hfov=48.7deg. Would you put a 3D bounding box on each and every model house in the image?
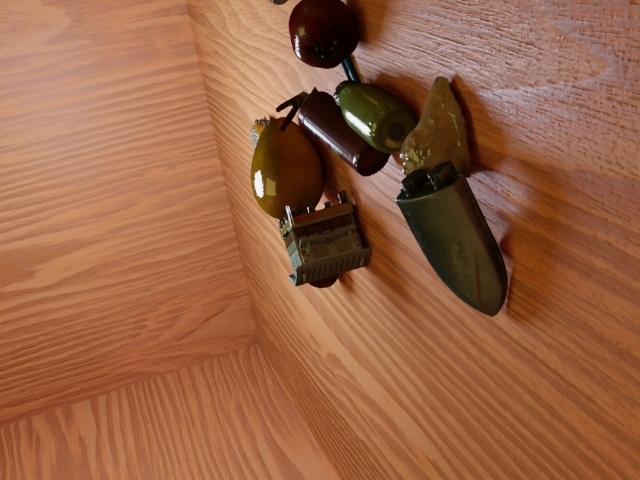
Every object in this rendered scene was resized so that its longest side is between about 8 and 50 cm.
[{"bbox_3d":[0.000,0.000,2.014,0.198,0.224,0.215,131,122,-71],"label":"model house"}]

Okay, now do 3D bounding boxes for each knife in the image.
[{"bbox_3d":[0.050,-0.469,1.739,0.044,0.026,0.297,-47,59,58],"label":"knife"}]

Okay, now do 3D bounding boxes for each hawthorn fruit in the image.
[{"bbox_3d":[0.001,-0.495,1.641,0.169,0.169,0.188,96,164,-54],"label":"hawthorn fruit"}]

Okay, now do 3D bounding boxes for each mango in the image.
[{"bbox_3d":[-0.109,-0.225,2.189,0.264,0.221,0.378,103,161,-45],"label":"mango"}]

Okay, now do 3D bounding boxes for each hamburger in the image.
[{"bbox_3d":[-0.202,-0.367,2.580,0.189,0.093,0.164,-143,39,-68],"label":"hamburger"}]

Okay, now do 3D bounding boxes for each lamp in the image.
[{"bbox_3d":[-0.004,0.077,2.296,0.157,0.135,0.156,45,-169,7],"label":"lamp"}]

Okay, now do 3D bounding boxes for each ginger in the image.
[{"bbox_3d":[0.204,-0.203,1.327,0.115,0.122,0.193,-47,-53,-85],"label":"ginger"}]

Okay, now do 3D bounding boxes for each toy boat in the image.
[{"bbox_3d":[0.260,0.010,1.313,0.141,0.092,0.320,-13,113,45],"label":"toy boat"}]

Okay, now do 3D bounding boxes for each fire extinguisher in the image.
[{"bbox_3d":[0.014,-0.270,1.717,0.337,0.147,0.106,44,178,36],"label":"fire extinguisher"}]

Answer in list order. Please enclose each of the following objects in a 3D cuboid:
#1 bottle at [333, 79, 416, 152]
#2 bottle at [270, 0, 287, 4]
[{"bbox_3d":[0.109,-0.286,1.558,0.260,0.112,0.112,-128,27,-53],"label":"bottle"},{"bbox_3d":[-0.150,-0.785,2.025,0.096,0.079,0.254,-40,59,31],"label":"bottle"}]
